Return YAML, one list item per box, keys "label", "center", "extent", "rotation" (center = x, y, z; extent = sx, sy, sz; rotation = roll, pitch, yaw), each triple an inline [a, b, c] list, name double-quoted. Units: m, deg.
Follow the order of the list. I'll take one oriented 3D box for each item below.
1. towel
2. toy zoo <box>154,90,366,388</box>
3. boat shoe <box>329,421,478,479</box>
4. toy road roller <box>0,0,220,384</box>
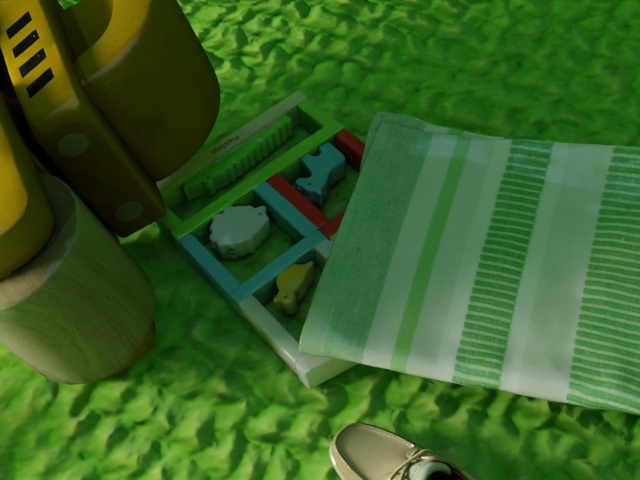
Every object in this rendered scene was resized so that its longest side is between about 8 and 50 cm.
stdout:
- label: "towel"
  center: [0.171, 0.009, 0.783]
  extent: [0.325, 0.038, 0.248]
  rotation: [10, 56, 14]
- label: "toy zoo"
  center: [0.000, 0.000, 0.860]
  extent: [0.192, 0.030, 0.293]
  rotation: [-36, 57, -19]
- label: "boat shoe"
  center: [0.077, 0.174, 0.702]
  extent: [0.170, 0.059, 0.063]
  rotation: [29, 62, 25]
- label: "toy road roller"
  center: [-0.188, -0.076, 0.807]
  extent: [0.241, 0.202, 0.329]
  rotation: [-29, 55, 1]
